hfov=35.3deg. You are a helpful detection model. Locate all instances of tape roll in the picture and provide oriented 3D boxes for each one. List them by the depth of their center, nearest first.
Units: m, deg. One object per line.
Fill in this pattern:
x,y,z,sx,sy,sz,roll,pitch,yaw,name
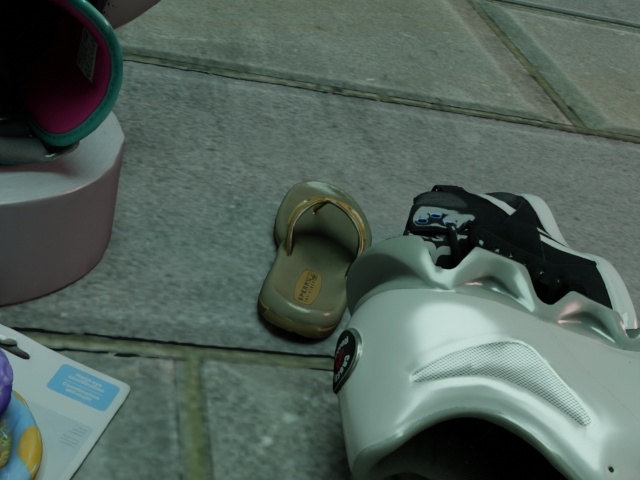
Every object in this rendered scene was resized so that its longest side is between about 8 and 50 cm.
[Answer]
-0.237,-0.048,0.631,0.219,0.072,0.219,11,29,-6,tape roll

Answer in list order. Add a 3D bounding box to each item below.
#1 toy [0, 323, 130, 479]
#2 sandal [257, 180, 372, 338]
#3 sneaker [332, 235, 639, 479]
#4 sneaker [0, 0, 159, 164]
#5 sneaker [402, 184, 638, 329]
-0.183,0.087,0.432,0.136,0.056,0.237,24,32,1,toy
0.000,0.000,0.682,0.072,0.049,0.180,16,29,0,sandal
0.161,0.117,0.514,0.330,0.122,0.146,15,47,-3,sneaker
-0.163,-0.136,0.611,0.178,0.124,0.295,28,39,32,sneaker
0.114,0.028,0.673,0.121,0.079,0.217,5,22,-12,sneaker
